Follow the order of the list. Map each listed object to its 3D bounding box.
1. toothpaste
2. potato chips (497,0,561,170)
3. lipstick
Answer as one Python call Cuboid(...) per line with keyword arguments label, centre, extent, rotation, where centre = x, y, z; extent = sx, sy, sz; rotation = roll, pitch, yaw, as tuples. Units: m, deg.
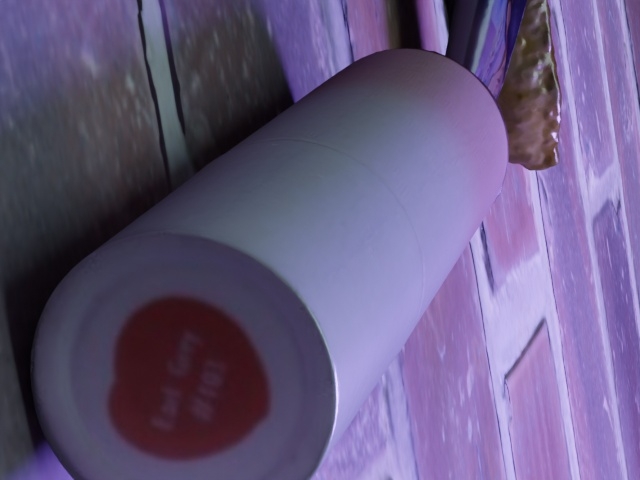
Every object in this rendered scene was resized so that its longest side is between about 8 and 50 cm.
Cuboid(label="toothpaste", centre=(0.096, -0.152, 1.073), extent=(0.096, 0.061, 0.266), rotation=(46, 56, -77))
Cuboid(label="potato chips", centre=(0.098, -0.245, 1.200), extent=(0.080, 0.057, 0.406), rotation=(59, 25, -85))
Cuboid(label="lipstick", centre=(0.000, 0.000, 0.678), extent=(0.327, 0.087, 0.087), rotation=(-46, 127, -70))
